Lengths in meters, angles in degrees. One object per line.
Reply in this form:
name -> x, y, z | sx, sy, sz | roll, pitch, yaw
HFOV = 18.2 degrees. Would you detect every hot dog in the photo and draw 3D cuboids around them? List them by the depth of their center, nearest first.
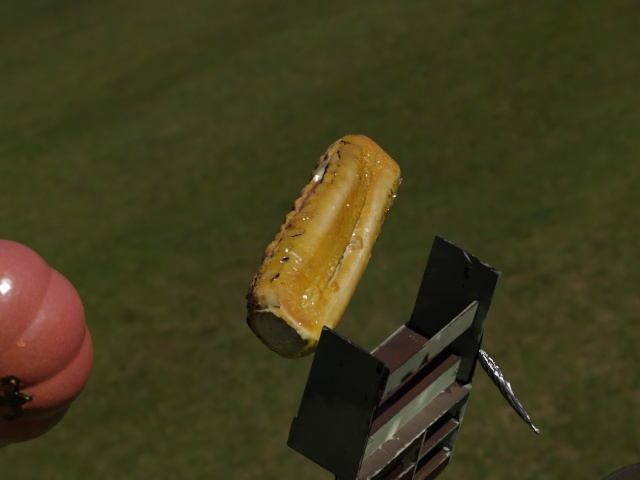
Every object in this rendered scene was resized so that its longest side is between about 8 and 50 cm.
hot dog -> 0.001, 0.001, 1.568 | 0.068, 0.083, 0.289 | -28, 17, 27

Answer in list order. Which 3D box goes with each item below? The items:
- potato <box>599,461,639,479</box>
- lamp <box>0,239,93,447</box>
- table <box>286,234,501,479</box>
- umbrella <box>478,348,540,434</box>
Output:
potato -> 0.292, 0.293, 1.657 | 0.242, 0.285, 0.243 | 6, 46, -7
lamp -> -0.259, 0.081, 1.477 | 0.182, 0.182, 0.140 | -14, 35, 17
table -> 0.045, 0.106, 1.330 | 0.062, 0.175, 0.146 | 30, 38, 21
umbrella -> 0.137, 0.102, 1.666 | 0.022, 0.149, 0.022 | -17, -21, -45
